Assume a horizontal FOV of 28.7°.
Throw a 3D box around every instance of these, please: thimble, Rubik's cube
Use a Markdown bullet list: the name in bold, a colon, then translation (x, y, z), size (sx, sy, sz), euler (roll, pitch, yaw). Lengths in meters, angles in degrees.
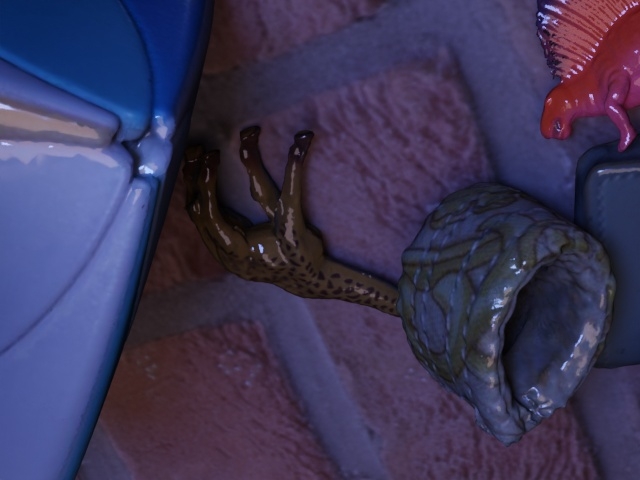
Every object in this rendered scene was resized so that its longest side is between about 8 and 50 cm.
- **thimble**: translation (0.148, 0.057, 1.027), size (0.137, 0.143, 0.191), euler (2, 108, -31)
- **Rubik's cube**: translation (-0.283, -0.050, 0.888), size (0.347, 0.351, 0.352), euler (17, 117, -8)

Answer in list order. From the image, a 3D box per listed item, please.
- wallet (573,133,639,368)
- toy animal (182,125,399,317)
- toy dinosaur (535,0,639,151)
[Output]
- **wallet**: translation (0.389, -0.007, 1.047), size (0.360, 0.083, 0.252), euler (-7, 125, 6)
- **toy animal**: translation (-0.007, 0.006, 1.082), size (0.149, 0.054, 0.275), euler (-37, 111, 17)
- **toy dinosaur**: translation (0.261, -0.191, 0.965), size (0.139, 0.070, 0.286), euler (46, 112, 2)
